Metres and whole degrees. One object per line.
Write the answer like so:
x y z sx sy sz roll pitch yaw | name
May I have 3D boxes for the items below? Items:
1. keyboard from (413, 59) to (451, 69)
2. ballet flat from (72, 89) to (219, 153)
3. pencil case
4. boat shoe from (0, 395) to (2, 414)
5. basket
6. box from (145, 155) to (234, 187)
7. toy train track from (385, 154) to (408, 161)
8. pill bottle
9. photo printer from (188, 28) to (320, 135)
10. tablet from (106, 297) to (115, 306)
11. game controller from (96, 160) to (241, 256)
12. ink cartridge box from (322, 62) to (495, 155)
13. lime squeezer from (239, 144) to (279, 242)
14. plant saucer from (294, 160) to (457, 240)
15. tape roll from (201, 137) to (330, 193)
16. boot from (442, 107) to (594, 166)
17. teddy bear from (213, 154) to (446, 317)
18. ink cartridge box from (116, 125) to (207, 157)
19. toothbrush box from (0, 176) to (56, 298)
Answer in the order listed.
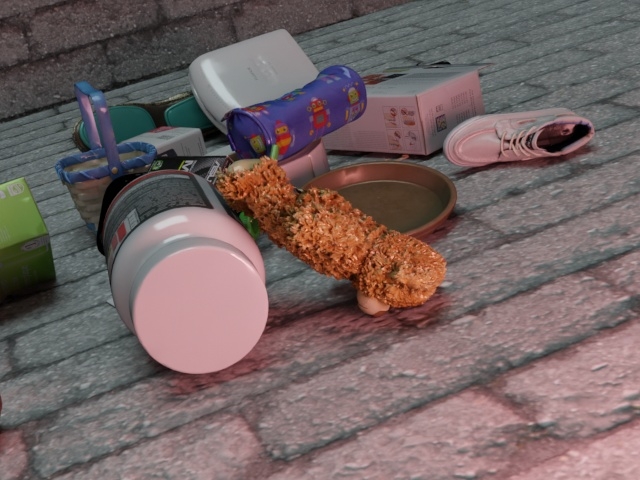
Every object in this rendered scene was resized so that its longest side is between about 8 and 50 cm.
0.258 -0.426 2.565 0.192 0.038 0.100 -16 43 -8 | keyboard
-0.429 -0.278 2.494 0.483 0.164 0.182 -22 -1 -36 | ballet flat
-0.047 -0.232 1.829 0.133 0.119 0.306 4 26 44 | pencil case
-0.541 0.263 1.179 0.324 0.096 0.116 -29 65 -26 | boat shoe
-0.435 -0.171 1.967 0.201 0.288 0.255 -20 22 -14 | basket
-0.252 -0.060 1.681 0.184 0.045 0.190 3 60 41 | box
0.144 -0.158 1.943 0.083 0.014 0.048 -29 25 -36 | toy train track
-0.194 0.036 1.377 0.210 0.210 0.363 -18 20 -9 | pill bottle
-0.165 -0.392 2.472 0.308 0.107 0.256 -23 64 -23 | photo printer
-0.310 0.097 1.589 0.054 0.006 0.083 -25 23 -28 | tablet
-0.264 -0.053 1.761 0.319 0.166 0.067 -5 -14 23 | game controller
0.186 -0.286 2.083 0.272 0.130 0.310 -27 24 -38 | ink cartridge box
-0.145 -0.022 1.646 0.310 0.059 0.110 -47 42 -6 | lime squeezer
0.086 -0.054 1.609 0.278 0.041 0.277 -7 30 4 | plant saucer
-0.120 -0.122 1.906 0.286 0.100 0.286 -12 20 4 | tape roll
0.357 -0.187 1.753 0.259 0.095 0.123 -15 13 -5 | boot
0.000 0.000 1.321 0.113 0.338 0.245 -60 11 -13 | teddy bear
-0.403 -0.178 2.240 0.237 0.100 0.172 -28 24 -35 | ink cartridge box
-0.614 0.028 1.670 0.283 0.122 0.206 -20 -19 -20 | toothbrush box
